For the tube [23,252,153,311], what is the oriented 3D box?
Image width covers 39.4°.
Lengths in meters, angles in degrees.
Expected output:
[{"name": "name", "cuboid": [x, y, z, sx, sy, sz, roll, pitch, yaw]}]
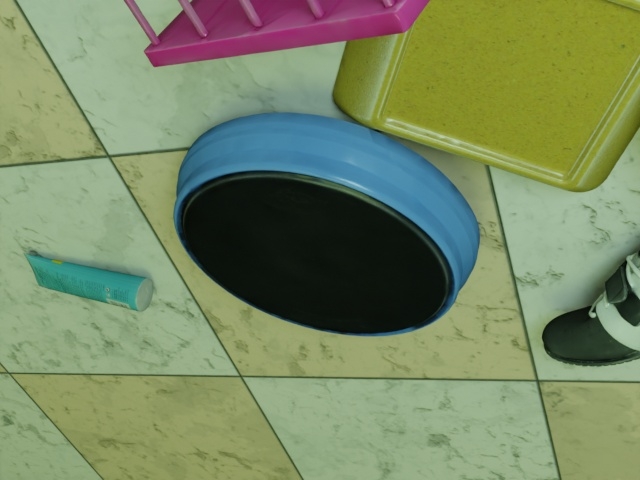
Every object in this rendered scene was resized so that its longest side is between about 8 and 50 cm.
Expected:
[{"name": "tube", "cuboid": [-0.364, 0.066, 1.395, 0.207, 0.052, 0.080, 11, 134, 16]}]

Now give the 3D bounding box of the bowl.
[{"name": "bowl", "cuboid": [0.000, 0.000, 1.126, 0.390, 0.077, 0.391, 13, 148, 8]}]

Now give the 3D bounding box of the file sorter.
[{"name": "file sorter", "cuboid": [-0.037, -0.285, 0.719, 0.290, 0.202, 0.182, 4, 138, 43]}]

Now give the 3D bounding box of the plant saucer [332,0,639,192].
[{"name": "plant saucer", "cuboid": [0.193, -0.187, 0.894, 0.332, 0.081, 0.333, 18, 138, 0]}]

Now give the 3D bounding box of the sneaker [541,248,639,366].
[{"name": "sneaker", "cuboid": [0.401, 0.053, 1.075, 0.330, 0.122, 0.146, -22, 108, 37]}]
